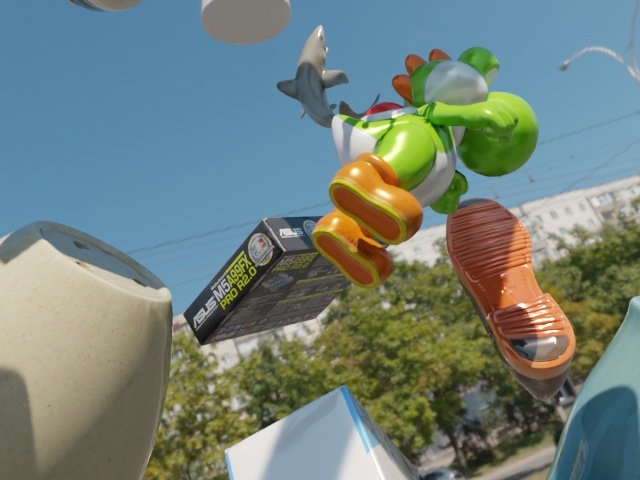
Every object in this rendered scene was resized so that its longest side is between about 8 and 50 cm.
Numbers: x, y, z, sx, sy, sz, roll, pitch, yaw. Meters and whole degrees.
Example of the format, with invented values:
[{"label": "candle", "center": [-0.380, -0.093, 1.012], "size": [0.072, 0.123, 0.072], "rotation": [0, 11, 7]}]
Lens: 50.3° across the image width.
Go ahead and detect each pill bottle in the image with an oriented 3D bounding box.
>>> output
[{"label": "pill bottle", "center": [-0.170, -0.608, 1.344], "size": [0.229, 0.407, 0.229], "rotation": [-8, -16, -3]}]

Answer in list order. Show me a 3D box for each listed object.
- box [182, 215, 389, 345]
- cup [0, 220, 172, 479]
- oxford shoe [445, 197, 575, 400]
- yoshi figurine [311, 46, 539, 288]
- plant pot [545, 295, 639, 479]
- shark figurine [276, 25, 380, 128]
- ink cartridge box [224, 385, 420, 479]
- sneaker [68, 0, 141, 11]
[{"label": "box", "center": [-0.042, 0.053, 1.022], "size": [0.270, 0.060, 0.216], "rotation": [-6, -36, -52]}, {"label": "cup", "center": [-0.296, 0.120, 0.749], "size": [0.237, 0.331, 0.331], "rotation": [-58, -24, 2]}, {"label": "oxford shoe", "center": [0.279, 0.081, 1.065], "size": [0.130, 0.363, 0.132], "rotation": [-13, -44, 4]}, {"label": "yoshi figurine", "center": [0.157, -0.098, 0.820], "size": [0.204, 0.203, 0.362], "rotation": [6, 44, 40]}, {"label": "plant pot", "center": [0.375, 0.196, 0.676], "size": [0.272, 0.255, 0.271], "rotation": [9, 7, -1]}, {"label": "shark figurine", "center": [-0.016, -0.258, 1.214], "size": [0.116, 0.278, 0.166], "rotation": [10, -53, -32]}, {"label": "ink cartridge box", "center": [0.020, 0.178, 0.431], "size": [0.090, 0.092, 0.143], "rotation": [-31, -47, 5]}, {"label": "sneaker", "center": [-0.299, -0.379, 0.681], "size": [0.126, 0.127, 0.321], "rotation": [-42, -54, -27]}]
